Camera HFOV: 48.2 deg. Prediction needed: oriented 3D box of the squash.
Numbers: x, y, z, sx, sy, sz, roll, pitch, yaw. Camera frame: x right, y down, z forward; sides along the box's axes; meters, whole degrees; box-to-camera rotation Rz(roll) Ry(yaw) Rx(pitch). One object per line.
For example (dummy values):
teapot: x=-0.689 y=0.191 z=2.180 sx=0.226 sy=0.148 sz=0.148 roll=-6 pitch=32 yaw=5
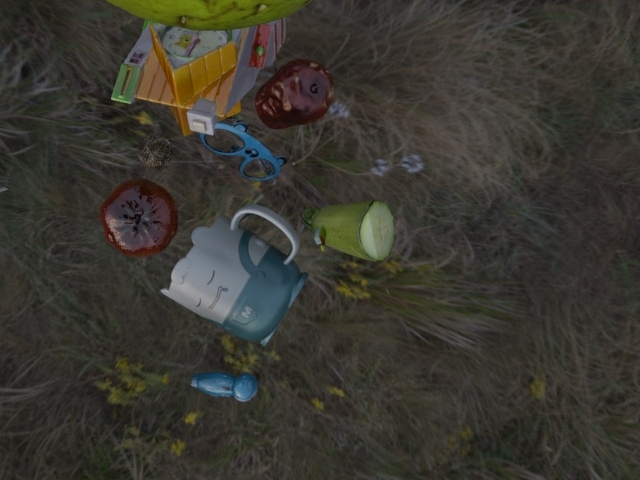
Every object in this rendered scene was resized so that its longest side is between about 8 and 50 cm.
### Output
squash: x=0.060 y=-0.026 z=1.554 sx=0.137 sy=0.287 sz=0.137 roll=-2 pitch=94 yaw=-30

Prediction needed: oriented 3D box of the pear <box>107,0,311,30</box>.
pear: x=-0.101 y=-0.400 z=0.671 sx=0.391 sy=0.391 sz=0.391 roll=0 pitch=96 yaw=-2

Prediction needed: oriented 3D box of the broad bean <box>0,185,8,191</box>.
broad bean: x=-0.584 y=-0.081 z=0.925 sx=0.339 sy=0.061 sz=0.077 roll=11 pitch=53 yaw=-13

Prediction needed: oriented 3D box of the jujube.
jujube: x=-0.070 y=-0.347 z=1.733 sx=0.155 sy=0.230 sz=0.155 roll=7 pitch=78 yaw=-38

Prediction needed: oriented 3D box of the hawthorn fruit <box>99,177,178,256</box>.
hawthorn fruit: x=-0.366 y=-0.043 z=1.454 sx=0.157 sy=0.194 sz=0.157 roll=1 pitch=87 yaw=-15

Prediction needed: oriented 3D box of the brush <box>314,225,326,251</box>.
brush: x=0.000 y=0.000 z=1.329 sx=0.021 sy=0.083 sz=0.019 roll=-19 pitch=116 yaw=11

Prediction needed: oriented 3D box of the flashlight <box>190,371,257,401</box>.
flashlight: x=-0.172 y=0.256 z=1.281 sx=0.129 sy=0.051 sz=0.051 roll=6 pitch=97 yaw=24

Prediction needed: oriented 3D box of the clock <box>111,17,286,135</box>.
clock: x=-0.215 y=-0.330 z=1.280 sx=0.235 sy=0.166 sz=0.309 roll=13 pitch=57 yaw=7

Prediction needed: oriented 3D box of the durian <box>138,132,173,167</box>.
durian: x=-0.373 y=-0.202 z=1.612 sx=0.091 sy=0.080 sz=0.080 roll=-16 pitch=98 yaw=38

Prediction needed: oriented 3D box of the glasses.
glasses: x=-0.199 y=-0.233 z=1.633 sx=0.102 sy=0.207 sz=0.239 roll=-48 pitch=135 yaw=5

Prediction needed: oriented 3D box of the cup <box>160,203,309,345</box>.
cup: x=-0.167 y=0.062 z=1.569 sx=0.258 sy=0.219 sz=0.289 roll=31 pitch=109 yaw=-2
